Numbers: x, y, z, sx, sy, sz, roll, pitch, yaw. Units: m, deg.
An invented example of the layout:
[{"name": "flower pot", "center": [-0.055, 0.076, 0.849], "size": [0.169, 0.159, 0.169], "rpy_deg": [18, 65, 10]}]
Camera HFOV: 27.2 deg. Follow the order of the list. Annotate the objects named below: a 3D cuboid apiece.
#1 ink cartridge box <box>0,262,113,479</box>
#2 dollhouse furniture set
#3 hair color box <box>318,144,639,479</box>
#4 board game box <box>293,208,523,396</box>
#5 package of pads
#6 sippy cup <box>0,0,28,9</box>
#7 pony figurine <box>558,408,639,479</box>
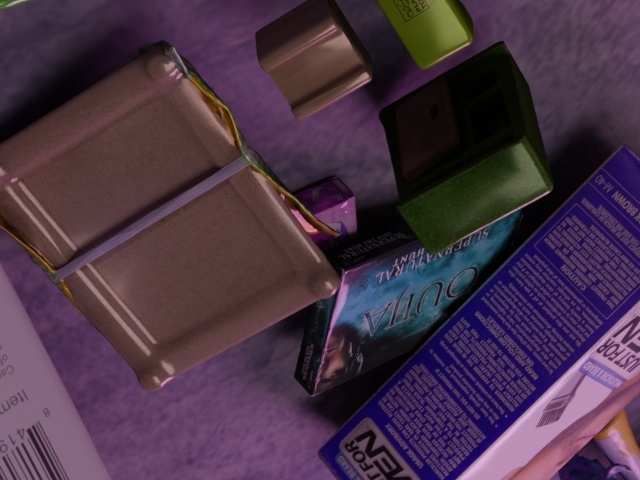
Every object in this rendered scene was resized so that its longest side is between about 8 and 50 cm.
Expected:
[{"name": "ink cartridge box", "center": [-0.236, 0.231, 0.707], "size": [0.279, 0.160, 0.385], "rpy_deg": [-35, 111, -35]}, {"name": "dollhouse furniture set", "center": [-0.037, -0.068, 0.823], "size": [0.301, 0.151, 0.197], "rpy_deg": [-29, 116, 15]}, {"name": "hair color box", "center": [0.178, 0.099, 1.061], "size": [0.339, 0.110, 0.185], "rpy_deg": [-45, 151, 10]}, {"name": "board game box", "center": [0.068, 0.034, 0.983], "size": [0.186, 0.026, 0.126], "rpy_deg": [-21, 139, -34]}, {"name": "package of pads", "center": [0.000, 0.000, 0.933], "size": [0.050, 0.032, 0.083], "rpy_deg": [-24, 136, -19]}, {"name": "sippy cup", "center": [-0.147, -0.256, 0.485], "size": [0.224, 0.240, 0.305], "rpy_deg": [-12, 142, -40]}, {"name": "pony figurine", "center": [0.390, 0.292, 1.313], "size": [0.351, 0.303, 0.363], "rpy_deg": [-49, 122, -1]}]
